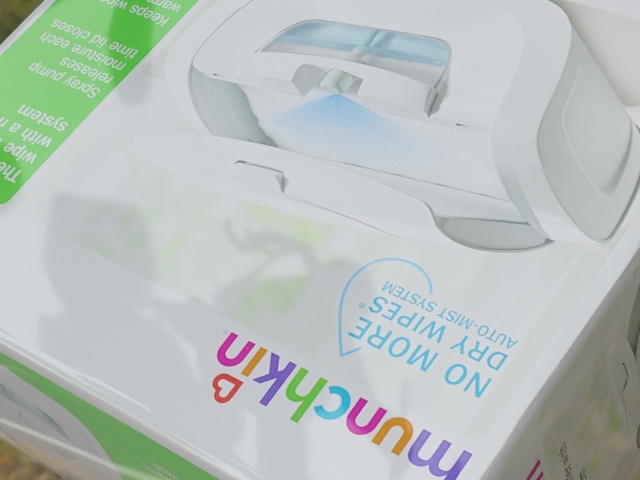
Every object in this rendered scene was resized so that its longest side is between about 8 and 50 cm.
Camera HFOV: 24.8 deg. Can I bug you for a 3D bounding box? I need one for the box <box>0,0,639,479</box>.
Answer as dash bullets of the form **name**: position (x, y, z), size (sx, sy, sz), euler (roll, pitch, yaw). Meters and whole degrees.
- **box**: position (0.000, 0.000, 0.527), size (0.262, 0.127, 0.231), euler (25, 62, 31)
